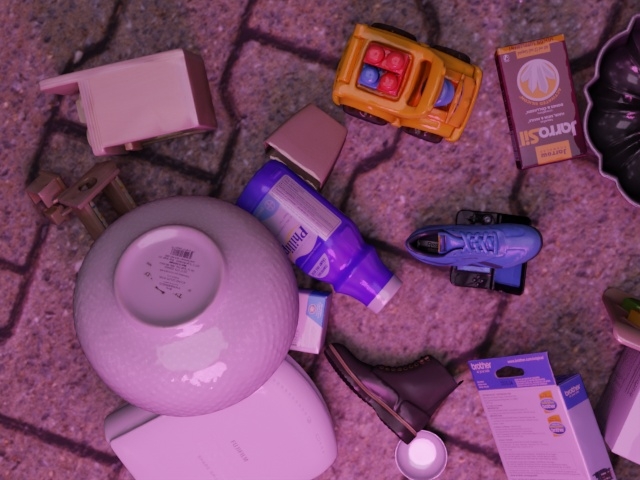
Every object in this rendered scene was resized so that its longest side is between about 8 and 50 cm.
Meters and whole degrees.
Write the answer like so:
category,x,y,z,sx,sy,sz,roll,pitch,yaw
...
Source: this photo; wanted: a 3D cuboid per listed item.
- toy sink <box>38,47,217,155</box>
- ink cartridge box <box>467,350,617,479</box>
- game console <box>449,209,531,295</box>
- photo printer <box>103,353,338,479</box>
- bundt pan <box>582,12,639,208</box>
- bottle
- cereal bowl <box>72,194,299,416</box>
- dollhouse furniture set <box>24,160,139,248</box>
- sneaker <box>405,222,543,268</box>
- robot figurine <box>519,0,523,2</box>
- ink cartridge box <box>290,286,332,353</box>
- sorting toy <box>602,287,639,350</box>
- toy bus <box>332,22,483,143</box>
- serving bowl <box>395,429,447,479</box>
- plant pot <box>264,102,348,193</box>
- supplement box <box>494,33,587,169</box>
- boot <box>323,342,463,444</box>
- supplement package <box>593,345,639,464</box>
category,x,y,z,sx,sy,sz,roll,pitch,yaw
toy sink,-0.296,-0.205,1.743,0.234,0.153,0.131,-11,93,6
ink cartridge box,0.346,0.312,1.697,0.065,0.185,0.311,-23,93,-33
game console,0.262,0.018,1.737,0.107,0.071,0.122,6,94,-1
photo printer,-0.140,0.303,1.743,0.307,0.107,0.256,-28,116,6
bundt pan,0.549,-0.191,1.670,0.330,0.124,0.331,0,93,6
bottle,0.000,0.000,1.743,0.283,0.118,0.092,41,53,2
cereal bowl,-0.205,0.078,1.629,0.338,0.141,0.339,-3,67,7
dollhouse furniture set,-0.359,-0.037,1.817,0.101,0.161,0.182,-48,132,-26
sneaker,0.229,0.008,1.703,0.209,0.082,0.069,-1,89,27
robot figurine,0.264,-0.534,1.640,0.300,0.200,0.353,-29,90,27
ink cartridge box,-0.061,0.118,1.769,0.143,0.090,0.092,9,94,6
sorting toy,0.516,0.133,1.651,0.193,0.208,0.038,23,107,4
toy bus,0.128,-0.240,1.668,0.220,0.211,0.149,20,94,3
serving bowl,0.161,0.341,1.790,0.083,0.027,0.083,0,94,6
plant pot,-0.016,-0.150,1.746,0.109,0.109,0.096,36,83,3
supplement box,0.335,-0.210,1.712,0.104,0.081,0.188,-12,92,6
boot,0.114,0.205,1.777,0.137,0.077,0.198,-44,88,-7
supplement package,0.531,0.262,1.659,0.194,0.203,0.149,24,95,5
